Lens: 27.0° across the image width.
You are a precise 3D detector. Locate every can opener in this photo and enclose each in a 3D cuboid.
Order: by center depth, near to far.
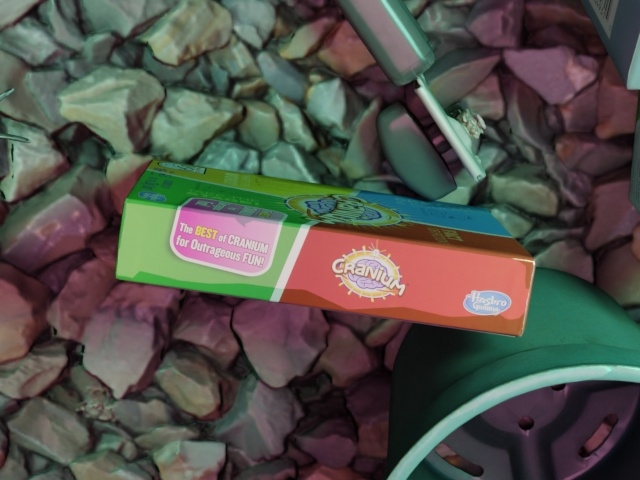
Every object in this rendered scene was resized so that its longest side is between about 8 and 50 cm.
[{"bbox_3d":[0.058,-0.156,1.153,0.093,0.074,0.280,-29,107,10],"label":"can opener"}]

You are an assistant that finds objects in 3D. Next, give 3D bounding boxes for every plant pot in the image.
[{"bbox_3d":[0.197,0.194,1.140,0.341,0.334,0.341,0,109,0],"label":"plant pot"}]

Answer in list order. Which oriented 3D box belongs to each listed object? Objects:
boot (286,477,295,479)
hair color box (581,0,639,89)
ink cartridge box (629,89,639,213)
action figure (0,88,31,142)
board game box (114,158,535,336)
[{"bbox_3d":[-0.039,0.308,1.332,0.114,0.037,0.106,-42,92,9],"label":"boot"},{"bbox_3d":[0.398,-0.221,1.037,0.374,0.185,0.113,-3,134,-9],"label":"hair color box"},{"bbox_3d":[0.332,-0.072,1.109,0.092,0.219,0.160,1,109,-1],"label":"ink cartridge box"},{"bbox_3d":[-0.397,-0.063,1.146,0.276,0.141,0.164,-19,97,7],"label":"action figure"},{"bbox_3d":[0.000,0.000,1.117,0.316,0.242,0.064,8,100,-4],"label":"board game box"}]
